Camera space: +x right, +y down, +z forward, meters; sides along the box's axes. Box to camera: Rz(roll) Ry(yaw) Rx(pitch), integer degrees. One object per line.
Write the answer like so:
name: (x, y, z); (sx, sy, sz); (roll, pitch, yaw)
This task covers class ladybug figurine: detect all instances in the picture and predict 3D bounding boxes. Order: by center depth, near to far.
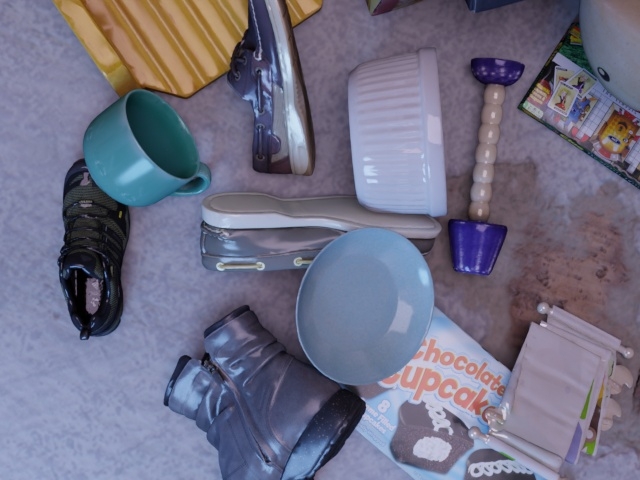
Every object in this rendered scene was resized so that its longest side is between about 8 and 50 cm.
ladybug figurine: (0.519, -0.225, 1.416); (0.449, 0.305, 0.162); (10, 132, -9)

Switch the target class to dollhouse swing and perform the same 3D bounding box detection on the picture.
dollhouse swing: (-0.163, -0.368, 1.330); (0.347, 0.305, 0.315); (-34, 93, -4)

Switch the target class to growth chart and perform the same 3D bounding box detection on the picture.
growth chart: (0.305, 0.196, 1.464); (0.172, 0.021, 0.237); (36, 63, -7)

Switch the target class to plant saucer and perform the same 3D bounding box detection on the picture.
plant saucer: (0.049, 0.078, 1.400); (0.195, 0.037, 0.195); (-5, 101, -28)

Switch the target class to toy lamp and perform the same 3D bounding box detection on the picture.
toy lamp: (0.211, -0.093, 1.474); (0.080, 0.080, 0.274); (6, 91, -4)

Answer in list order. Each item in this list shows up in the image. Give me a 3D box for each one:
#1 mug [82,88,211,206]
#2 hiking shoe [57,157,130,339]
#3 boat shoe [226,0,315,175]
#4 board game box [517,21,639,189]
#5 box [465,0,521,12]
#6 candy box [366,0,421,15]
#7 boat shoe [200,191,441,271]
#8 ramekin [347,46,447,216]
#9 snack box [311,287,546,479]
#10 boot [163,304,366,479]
mug: (-0.220, -0.096, 1.417); (0.097, 0.129, 0.157); (-31, 104, 25)
hiking shoe: (-0.279, 0.009, 1.421); (0.086, 0.114, 0.226); (-5, 91, -4)
boat shoe: (-0.069, -0.202, 1.404); (0.092, 0.103, 0.285); (-9, 124, 4)
board game box: (0.403, -0.160, 1.513); (0.260, 0.030, 0.136); (32, 86, -4)
box: (0.270, -0.482, 1.381); (0.318, 0.097, 0.395); (-14, 63, -4)
candy box: (0.060, -0.449, 1.404); (0.088, 0.183, 0.316); (-19, 92, -3)
boat shoe: (-0.001, -0.002, 1.450); (0.305, 0.109, 0.091); (3, 111, -11)
ramekin: (0.095, -0.128, 1.408); (0.109, 0.207, 0.207); (-4, 91, 6)
snack box: (0.156, 0.215, 1.484); (0.322, 0.060, 0.187); (40, 88, -4)
boot: (-0.113, 0.263, 1.449); (0.223, 0.118, 0.338); (36, 100, 13)
